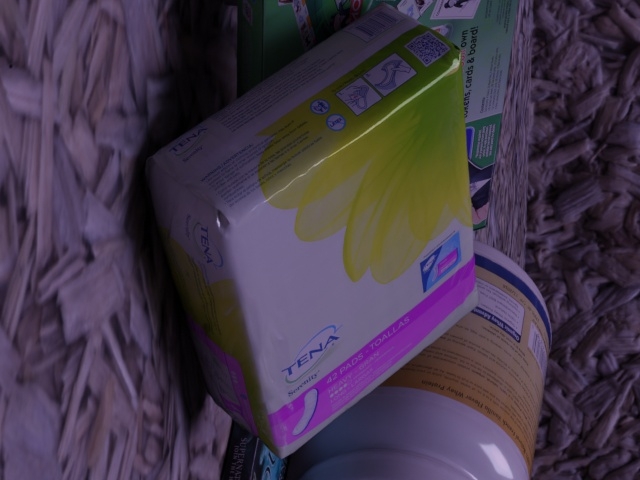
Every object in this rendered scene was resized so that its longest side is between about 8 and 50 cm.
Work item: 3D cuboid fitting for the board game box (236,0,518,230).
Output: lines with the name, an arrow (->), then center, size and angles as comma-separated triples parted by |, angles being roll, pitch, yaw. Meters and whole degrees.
board game box -> 0.041, -0.105, 1.486 | 0.317, 0.213, 0.046 | 94, -27, -45

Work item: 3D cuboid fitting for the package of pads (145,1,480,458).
package of pads -> 0.000, 0.000, 1.418 | 0.229, 0.101, 0.296 | -36, 143, -21

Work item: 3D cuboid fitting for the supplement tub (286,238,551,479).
supplement tub -> 0.090, 0.170, 1.822 | 0.316, 0.228, 0.228 | -74, 163, -47

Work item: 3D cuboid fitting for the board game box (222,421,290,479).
board game box -> -0.049, 0.169, 1.652 | 0.126, 0.026, 0.186 | 75, 21, -57

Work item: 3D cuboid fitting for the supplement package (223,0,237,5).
supplement package -> -0.008, -0.308, 1.446 | 0.139, 0.134, 0.244 | -73, 162, -47
